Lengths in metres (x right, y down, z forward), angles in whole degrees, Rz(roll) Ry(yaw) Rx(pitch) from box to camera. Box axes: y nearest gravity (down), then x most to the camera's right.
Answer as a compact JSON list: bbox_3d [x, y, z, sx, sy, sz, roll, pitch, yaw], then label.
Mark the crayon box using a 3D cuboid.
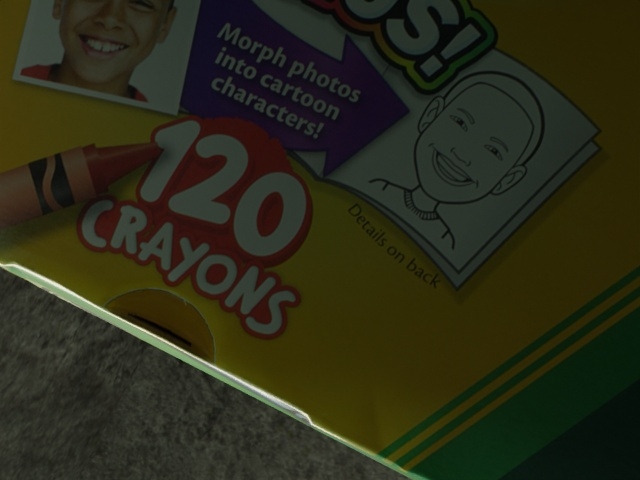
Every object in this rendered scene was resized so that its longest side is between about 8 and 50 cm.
[{"bbox_3d":[0.002,-0.042,0.400,0.278,0.165,0.081,26,173,8],"label":"crayon box"}]
